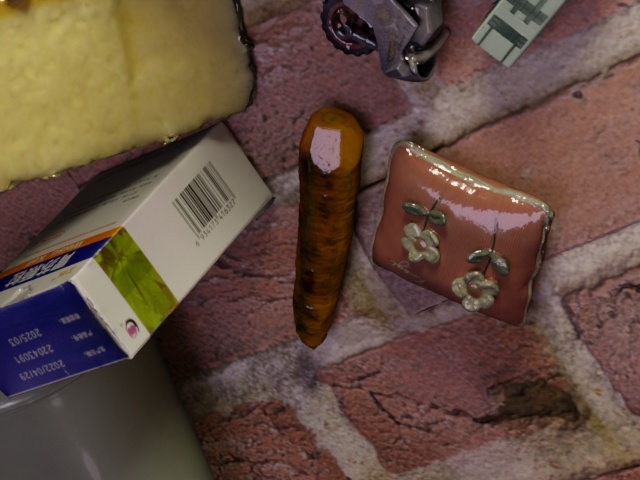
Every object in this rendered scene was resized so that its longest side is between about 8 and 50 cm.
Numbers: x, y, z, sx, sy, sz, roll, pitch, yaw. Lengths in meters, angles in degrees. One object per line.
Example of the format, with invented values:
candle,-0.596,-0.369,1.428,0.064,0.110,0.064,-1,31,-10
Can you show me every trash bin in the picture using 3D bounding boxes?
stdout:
trash bin,-0.281,0.229,2.226,0.280,0.280,0.432,-3,124,34

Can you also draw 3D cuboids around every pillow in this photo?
pillow,0.134,-0.001,1.917,0.179,0.075,0.171,25,133,17

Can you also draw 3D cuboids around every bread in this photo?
bread,-0.238,-0.175,1.882,0.279,0.315,0.248,3,126,20

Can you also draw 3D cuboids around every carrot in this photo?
carrot,0.000,0.000,2.014,0.066,0.066,0.314,22,132,18

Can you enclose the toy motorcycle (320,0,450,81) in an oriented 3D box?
toy motorcycle,0.091,-0.222,1.780,0.122,0.080,0.215,45,130,-4

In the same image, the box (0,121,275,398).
box,-0.210,0.017,1.996,0.200,0.299,0.106,-19,111,41

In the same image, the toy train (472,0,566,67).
toy train,0.215,-0.247,1.698,0.052,0.051,0.234,37,135,-2
